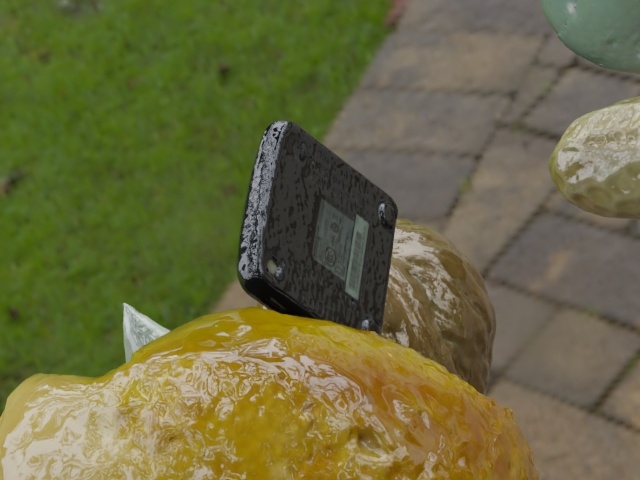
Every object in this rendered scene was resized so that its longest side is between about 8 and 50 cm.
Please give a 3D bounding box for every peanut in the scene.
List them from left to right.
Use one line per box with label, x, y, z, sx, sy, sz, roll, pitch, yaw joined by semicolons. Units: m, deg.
peanut;0.323;-0.095;1.635;0.298;0.136;0.120;-26;40;43

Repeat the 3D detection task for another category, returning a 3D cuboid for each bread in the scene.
bread;-0.042;0.237;1.130;0.250;0.361;0.394;31;102;54

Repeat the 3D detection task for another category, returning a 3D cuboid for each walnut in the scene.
walnut;0.045;0.086;1.651;0.228;0.228;0.228;-12;41;10

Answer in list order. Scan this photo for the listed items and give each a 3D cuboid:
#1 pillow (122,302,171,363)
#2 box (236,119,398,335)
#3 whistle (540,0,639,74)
pillow;-0.068;0.148;1.555;0.254;0.144;0.078;24;49;30
box;0.000;0.000;1.179;0.027;0.125;0.126;-17;50;37
whistle;0.064;-0.114;0.591;0.077;0.235;0.114;-45;21;44
